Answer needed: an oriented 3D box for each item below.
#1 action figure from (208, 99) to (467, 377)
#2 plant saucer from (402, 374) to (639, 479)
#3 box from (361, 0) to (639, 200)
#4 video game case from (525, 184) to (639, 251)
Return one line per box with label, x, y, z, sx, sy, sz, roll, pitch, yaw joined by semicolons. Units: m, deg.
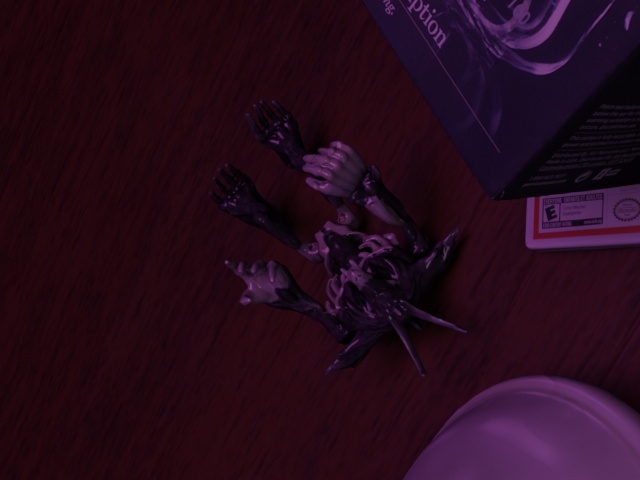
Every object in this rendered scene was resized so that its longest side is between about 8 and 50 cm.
action figure;0.000;0.000;1.002;0.164;0.141;0.275;-53;48;9
plant saucer;0.105;0.283;0.776;0.400;0.101;0.400;-171;90;-66
box;0.165;-0.256;0.753;0.312;0.179;0.343;-50;60;39
video game case;0.243;-0.137;0.867;0.204;0.025;0.285;-4;79;45
